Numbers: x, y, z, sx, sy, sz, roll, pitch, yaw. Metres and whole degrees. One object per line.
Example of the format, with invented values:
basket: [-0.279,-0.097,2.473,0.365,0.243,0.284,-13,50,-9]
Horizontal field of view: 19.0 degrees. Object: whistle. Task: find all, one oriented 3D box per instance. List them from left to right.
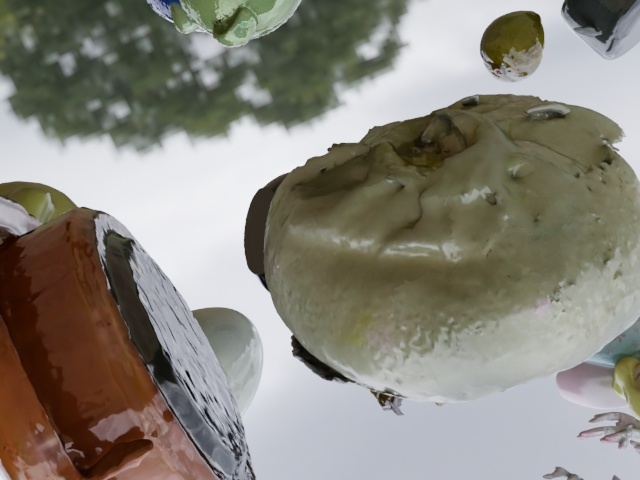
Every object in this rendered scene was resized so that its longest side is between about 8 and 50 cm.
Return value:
whistle: [-0.077,-0.191,1.317,0.105,0.085,0.227,-59,-149,-3]

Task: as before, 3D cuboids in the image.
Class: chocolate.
chocolate: [0.000,0.000,2.259,0.177,0.176,0.177,-22,-166,6]

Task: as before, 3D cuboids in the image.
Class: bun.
bun: [0.085,-0.006,1.131,0.239,0.141,0.239,-10,-151,6]

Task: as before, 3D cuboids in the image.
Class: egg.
egg: [-0.151,0.163,2.282,0.151,0.151,0.209,-8,-145,48]

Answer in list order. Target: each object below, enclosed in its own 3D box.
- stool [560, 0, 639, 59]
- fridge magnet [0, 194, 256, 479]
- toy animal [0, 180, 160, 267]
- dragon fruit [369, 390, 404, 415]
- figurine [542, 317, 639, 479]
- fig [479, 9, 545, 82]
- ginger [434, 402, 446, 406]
stool: [0.352,-0.309,2.232,0.228,0.139,0.153,-26,156,-54]
fridge magnet: [-0.165,0.121,1.451,0.155,0.363,0.363,-28,-166,6]
toy animal: [-0.320,0.043,2.173,0.191,0.338,0.216,-56,171,-11]
dragon fruit: [0.072,0.068,1.724,0.125,0.246,0.125,-23,-135,-29]
figurine: [0.388,0.253,2.432,0.284,0.206,0.315,5,-147,-20]
fig: [0.217,-0.220,2.122,0.074,0.074,0.088,-1,-128,57]
ginger: [0.074,0.126,2.137,0.173,0.069,0.051,20,166,16]
